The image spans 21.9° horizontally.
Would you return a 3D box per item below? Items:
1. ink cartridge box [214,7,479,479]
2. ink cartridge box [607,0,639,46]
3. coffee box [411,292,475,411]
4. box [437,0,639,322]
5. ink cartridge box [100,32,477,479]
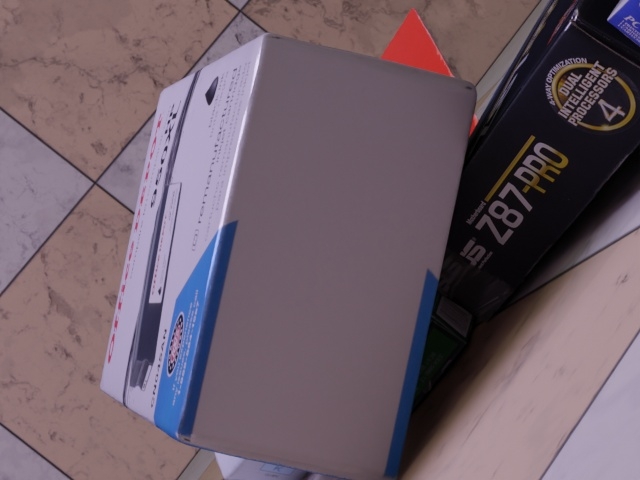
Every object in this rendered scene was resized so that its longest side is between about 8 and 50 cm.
[{"bbox_3d":[0.000,0.000,1.565,0.385,0.091,0.308,-52,41,28],"label":"ink cartridge box"},{"bbox_3d":[0.267,-0.180,1.000,0.207,0.097,0.046,-53,2,-26],"label":"ink cartridge box"},{"bbox_3d":[0.083,0.079,1.336,0.113,0.040,0.184,-53,2,19],"label":"coffee box"},{"bbox_3d":[0.224,-0.168,1.236,0.395,0.097,0.318,-58,-2,-35],"label":"box"},{"bbox_3d":[-0.044,0.014,1.292,0.395,0.166,0.286,178,104,-75],"label":"ink cartridge box"}]
